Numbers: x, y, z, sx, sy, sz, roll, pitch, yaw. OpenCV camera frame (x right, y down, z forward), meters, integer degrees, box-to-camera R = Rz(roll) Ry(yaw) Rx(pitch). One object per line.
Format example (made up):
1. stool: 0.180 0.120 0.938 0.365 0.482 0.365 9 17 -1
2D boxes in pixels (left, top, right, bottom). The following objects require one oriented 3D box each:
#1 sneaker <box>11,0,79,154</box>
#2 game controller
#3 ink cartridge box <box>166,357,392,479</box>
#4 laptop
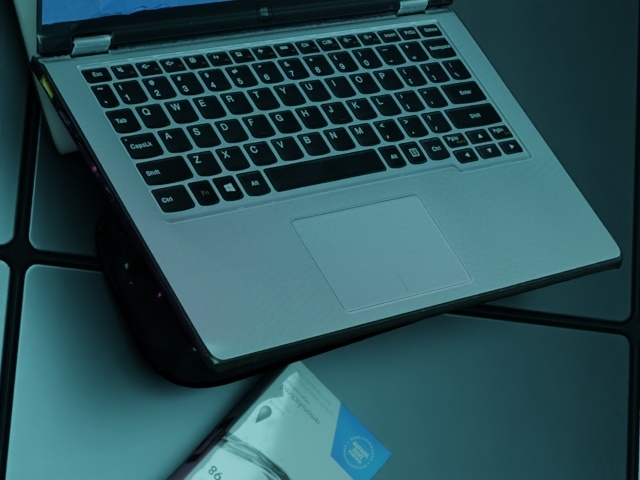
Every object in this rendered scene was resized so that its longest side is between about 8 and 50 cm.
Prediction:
1. sneaker: -0.173 -0.216 1.319 0.123 0.106 0.290 -16 96 -5
2. game controller: 0.000 0.000 1.354 0.319 0.067 0.166 -17 72 -21
3. ink cartridge box: -0.048 0.185 1.316 0.104 0.060 0.180 45 69 -7
4. laptop: 0.024 -0.173 1.240 0.382 0.236 0.408 -13 60 -38
